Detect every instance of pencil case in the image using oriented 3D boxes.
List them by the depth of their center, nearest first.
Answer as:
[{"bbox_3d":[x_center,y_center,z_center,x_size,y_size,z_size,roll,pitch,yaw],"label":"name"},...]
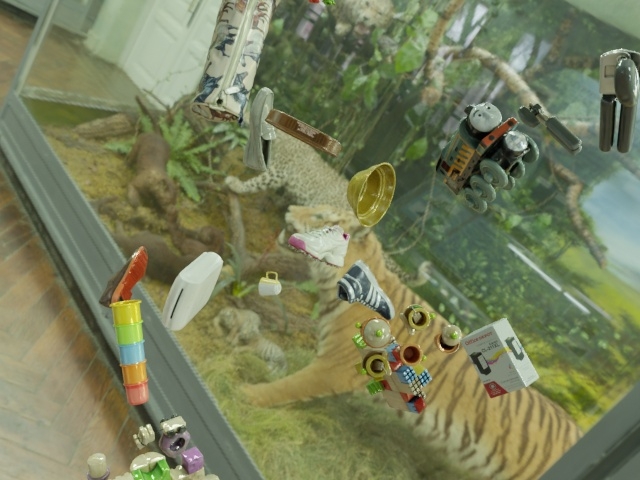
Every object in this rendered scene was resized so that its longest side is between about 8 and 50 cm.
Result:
[{"bbox_3d":[-0.236,-0.533,1.522,0.159,0.411,0.183,17,0,-29],"label":"pencil case"}]

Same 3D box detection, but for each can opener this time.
[{"bbox_3d":[0.618,-0.271,1.134,0.075,0.095,0.283,10,-29,31],"label":"can opener"},{"bbox_3d":[0.861,-0.419,2.043,0.280,0.093,0.074,55,9,34],"label":"can opener"}]

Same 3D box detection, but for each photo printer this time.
[{"bbox_3d":[-0.519,0.205,2.184,0.107,0.256,0.307,27,21,3],"label":"photo printer"}]

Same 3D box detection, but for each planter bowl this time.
[{"bbox_3d":[0.149,-0.160,1.768,0.090,0.217,0.217,25,11,32],"label":"planter bowl"}]

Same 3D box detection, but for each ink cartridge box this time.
[{"bbox_3d":[0.475,0.315,1.455,0.072,0.127,0.175,-15,72,-40],"label":"ink cartridge box"}]

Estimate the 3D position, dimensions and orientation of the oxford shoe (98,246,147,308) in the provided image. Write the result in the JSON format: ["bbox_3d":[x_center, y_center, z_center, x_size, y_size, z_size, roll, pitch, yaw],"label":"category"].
[{"bbox_3d":[-0.731,0.130,2.016,0.098,0.097,0.272,5,50,16],"label":"oxford shoe"}]

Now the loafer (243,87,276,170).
[{"bbox_3d":[-0.216,-0.422,2.093,0.111,0.320,0.112,22,31,18],"label":"loafer"}]

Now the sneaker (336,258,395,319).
[{"bbox_3d":[0.165,0.226,2.071,0.282,0.153,0.099,57,-23,-20],"label":"sneaker"}]

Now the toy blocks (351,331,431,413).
[{"bbox_3d":[0.309,0.519,2.111,0.190,0.261,0.382,-33,99,-28],"label":"toy blocks"}]

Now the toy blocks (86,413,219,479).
[{"bbox_3d":[-0.416,0.665,1.357,0.288,0.260,0.309,-13,25,-32],"label":"toy blocks"}]

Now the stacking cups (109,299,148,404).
[{"bbox_3d":[-0.591,0.347,1.692,0.095,0.317,0.096,-4,4,0],"label":"stacking cups"}]

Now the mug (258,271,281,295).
[{"bbox_3d":[-0.168,0.151,1.829,0.064,0.078,0.062,3,19,18],"label":"mug"}]

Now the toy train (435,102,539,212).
[{"bbox_3d":[0.383,-0.194,1.298,0.190,0.142,0.334,50,-9,13],"label":"toy train"}]

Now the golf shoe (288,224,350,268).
[{"bbox_3d":[0.000,0.000,1.789,0.115,0.140,0.306,26,2,29],"label":"golf shoe"}]

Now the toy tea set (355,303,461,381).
[{"bbox_3d":[0.270,0.302,1.664,0.124,0.335,0.200,149,-75,-82],"label":"toy tea set"}]

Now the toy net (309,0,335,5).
[{"bbox_3d":[-0.057,-0.805,1.713,0.232,0.045,0.122,10,-1,-8],"label":"toy net"}]

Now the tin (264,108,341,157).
[{"bbox_3d":[-0.038,-0.250,1.267,0.189,0.040,0.106,26,1,-10],"label":"tin"}]
